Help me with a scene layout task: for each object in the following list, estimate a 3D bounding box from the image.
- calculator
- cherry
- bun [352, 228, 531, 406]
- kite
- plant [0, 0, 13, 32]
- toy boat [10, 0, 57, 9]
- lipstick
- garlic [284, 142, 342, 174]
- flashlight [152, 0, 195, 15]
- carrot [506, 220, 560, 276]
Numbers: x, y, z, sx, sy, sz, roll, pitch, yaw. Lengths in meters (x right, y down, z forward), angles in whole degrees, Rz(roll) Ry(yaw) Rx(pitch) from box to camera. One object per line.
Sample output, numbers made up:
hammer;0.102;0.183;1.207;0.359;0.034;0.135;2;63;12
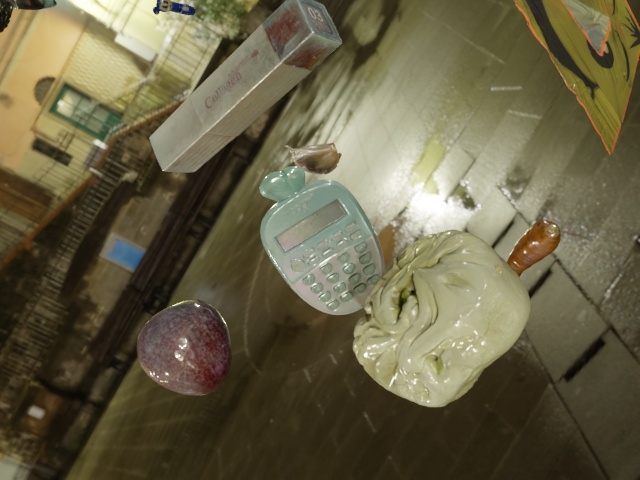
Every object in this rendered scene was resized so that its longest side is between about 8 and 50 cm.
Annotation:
calculator;0.000;0.000;1.135;0.184;0.295;0.042;-31;16;2
cherry;-0.241;0.193;1.158;0.176;0.176;0.140;-75;7;-45
bun;0.133;0.089;0.786;0.229;0.145;0.229;-22;56;37
kite;0.293;-0.270;0.718;0.013;0.327;0.377;-19;72;47
plant;-0.754;-0.503;1.364;0.132;0.129;0.194;-53;1;19
toy boat;-0.274;-0.268;0.562;0.059;0.140;0.066;23;60;40
lipstick;-0.131;-0.233;1.023;0.371;0.076;0.080;-34;-16;33
garlic;-0.019;-0.213;1.674;0.066;0.152;0.084;-121;28;-68
flashlight;-0.375;-0.601;1.660;0.035;0.121;0.057;21;108;42
carrot;0.310;0.030;0.993;0.216;0.048;0.048;103;-172;-63
